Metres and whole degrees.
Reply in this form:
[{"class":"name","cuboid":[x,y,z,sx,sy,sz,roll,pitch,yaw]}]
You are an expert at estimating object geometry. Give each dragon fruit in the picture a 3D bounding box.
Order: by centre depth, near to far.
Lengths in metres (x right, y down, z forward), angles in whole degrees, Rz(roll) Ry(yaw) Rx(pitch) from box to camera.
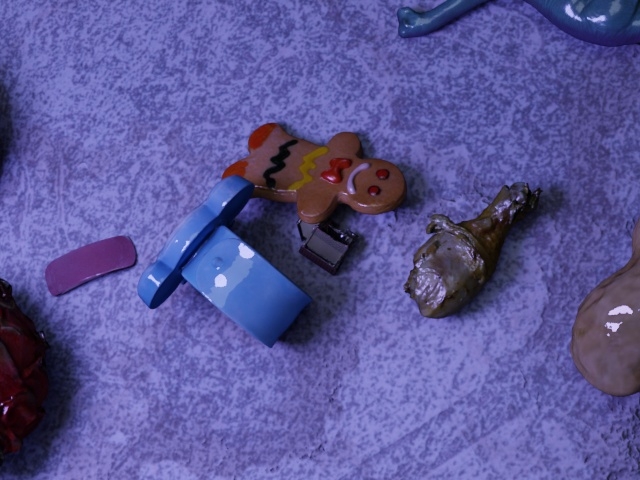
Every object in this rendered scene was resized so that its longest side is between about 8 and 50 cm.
[{"class":"dragon fruit","cuboid":[-0.476,0.177,1.651,0.245,0.244,0.298,0,49,13]}]

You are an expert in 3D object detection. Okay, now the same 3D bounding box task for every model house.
[{"class":"model house","cuboid":[0.000,0.000,1.699,0.083,0.057,0.058,32,118,4]}]

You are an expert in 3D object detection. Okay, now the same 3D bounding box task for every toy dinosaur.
[{"class":"toy dinosaur","cuboid":[0.332,-0.292,1.709,0.331,0.129,0.383,-45,68,7]}]

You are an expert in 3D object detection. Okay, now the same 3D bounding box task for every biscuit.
[{"class":"biscuit","cuboid":[-0.002,-0.094,1.706,0.250,0.036,0.165,15,54,20]}]

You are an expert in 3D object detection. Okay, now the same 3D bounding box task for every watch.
[{"class":"watch","cuboid":[-0.108,0.047,1.644,0.193,0.211,0.211,40,83,8]}]

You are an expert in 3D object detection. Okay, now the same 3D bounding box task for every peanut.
[{"class":"peanut","cuboid":[0.451,0.027,1.518,0.192,0.169,0.387,38,83,27]}]

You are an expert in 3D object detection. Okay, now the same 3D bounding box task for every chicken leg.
[{"class":"chicken leg","cuboid":[0.193,0.002,1.631,0.103,0.088,0.227,34,85,34]}]

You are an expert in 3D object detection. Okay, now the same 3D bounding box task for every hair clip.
[{"class":"hair clip","cuboid":[-0.328,0.035,1.774,0.137,0.022,0.054,-21,65,5]}]
